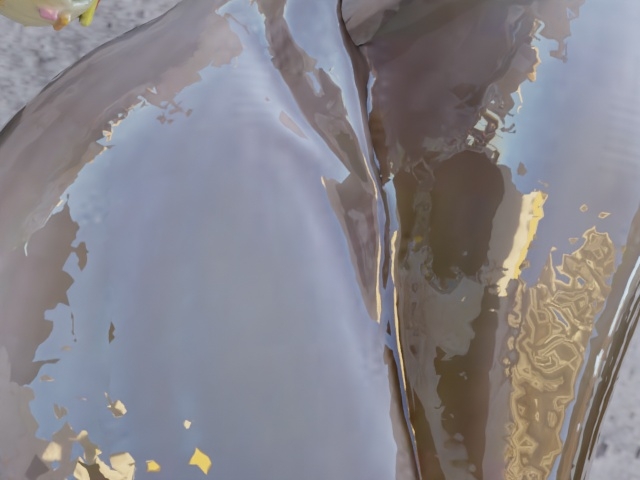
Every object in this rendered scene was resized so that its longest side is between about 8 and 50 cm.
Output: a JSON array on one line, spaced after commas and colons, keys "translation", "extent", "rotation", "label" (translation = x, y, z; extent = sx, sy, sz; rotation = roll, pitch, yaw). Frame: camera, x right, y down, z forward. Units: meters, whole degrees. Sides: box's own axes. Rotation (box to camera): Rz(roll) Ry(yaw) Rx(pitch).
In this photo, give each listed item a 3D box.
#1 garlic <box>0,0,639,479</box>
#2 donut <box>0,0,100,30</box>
[{"translation": [0.000, 0.000, 0.474], "extent": [0.231, 0.246, 0.340], "rotation": [13, 103, -32], "label": "garlic"}, {"translation": [-0.188, -0.342, 1.292], "extent": [0.371, 0.307, 0.150], "rotation": [-46, 114, -2], "label": "donut"}]
